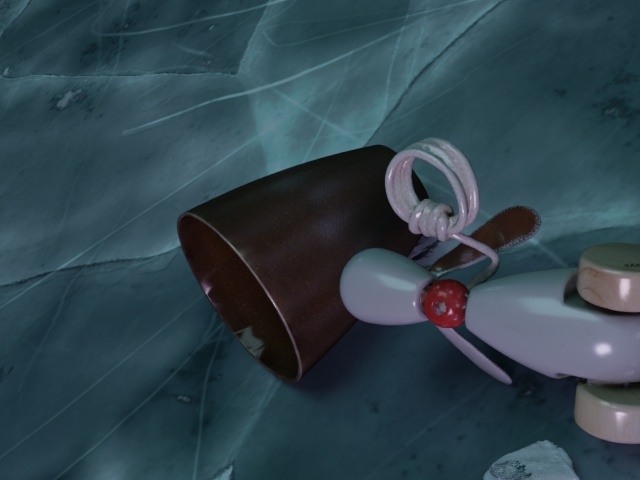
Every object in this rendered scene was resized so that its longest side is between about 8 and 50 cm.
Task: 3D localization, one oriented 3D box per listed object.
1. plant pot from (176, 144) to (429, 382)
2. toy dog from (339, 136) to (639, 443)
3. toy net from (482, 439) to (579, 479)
[{"bbox_3d":[0.000,0.000,1.509,0.230,0.215,0.215,-35,32,-19],"label":"plant pot"},{"bbox_3d":[0.197,0.053,1.273,0.334,0.161,0.220,35,118,26],"label":"toy dog"},{"bbox_3d":[0.143,0.241,1.167,0.122,0.045,0.232,6,26,24],"label":"toy net"}]
